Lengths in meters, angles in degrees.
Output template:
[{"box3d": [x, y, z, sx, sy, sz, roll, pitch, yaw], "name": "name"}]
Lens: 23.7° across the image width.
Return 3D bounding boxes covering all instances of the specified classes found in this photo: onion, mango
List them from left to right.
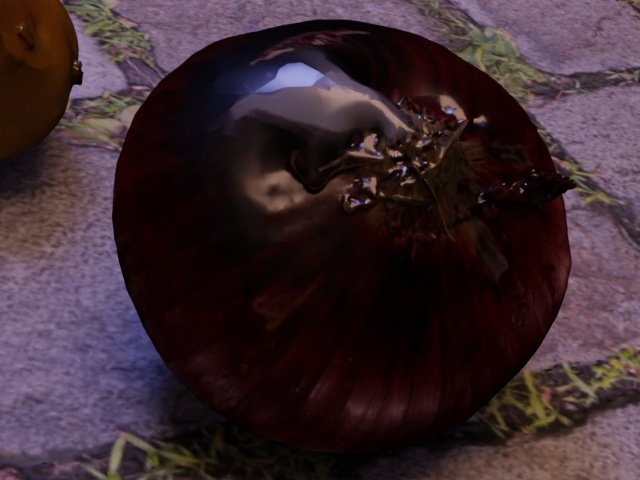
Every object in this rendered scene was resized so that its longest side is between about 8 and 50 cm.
[{"box3d": [-0.270, -0.134, 1.015, 0.236, 0.136, 0.166, 19, 21, 10], "name": "mango"}, {"box3d": [0.000, 0.000, 0.914, 0.273, 0.285, 0.273, 7, 74, -26], "name": "onion"}]
